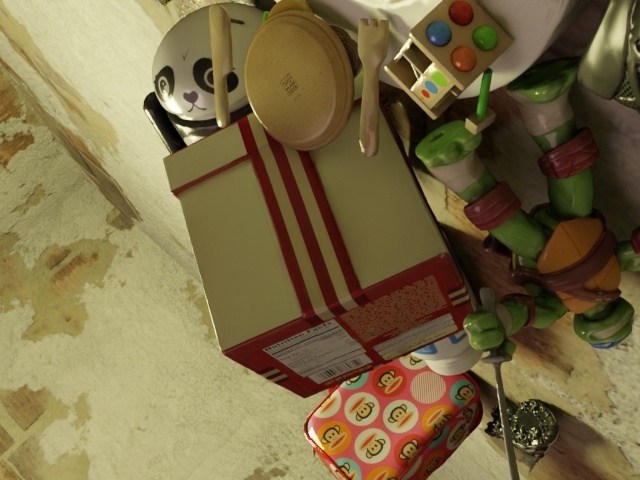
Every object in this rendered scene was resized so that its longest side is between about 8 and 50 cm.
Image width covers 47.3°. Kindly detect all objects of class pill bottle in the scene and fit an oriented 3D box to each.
[{"bbox_3d":[0.147,0.086,1.000,0.124,0.124,0.221,26,155,48],"label":"pill bottle"}]

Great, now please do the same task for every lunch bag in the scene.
[{"bbox_3d":[0.118,0.309,1.322,0.258,0.293,0.120,38,162,37],"label":"lunch bag"}]

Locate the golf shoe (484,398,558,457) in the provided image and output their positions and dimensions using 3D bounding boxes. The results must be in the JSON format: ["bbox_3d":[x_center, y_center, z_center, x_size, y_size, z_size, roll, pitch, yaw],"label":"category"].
[{"bbox_3d":[0.345,0.305,1.174,0.094,0.077,0.198,31,169,-4],"label":"golf shoe"}]

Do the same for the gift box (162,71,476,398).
[{"bbox_3d":[0.000,0.000,0.782,0.276,0.255,0.258,59,-171,-63],"label":"gift box"}]

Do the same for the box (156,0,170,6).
[{"bbox_3d":[-0.241,-0.378,0.934,0.169,0.059,0.054,41,165,13],"label":"box"}]

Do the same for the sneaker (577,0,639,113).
[{"bbox_3d":[0.221,-0.125,0.376,0.130,0.087,0.227,37,165,19],"label":"sneaker"}]

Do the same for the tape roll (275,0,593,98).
[{"bbox_3d":[0.027,-0.273,0.510,0.392,0.072,0.392,40,163,15],"label":"tape roll"}]

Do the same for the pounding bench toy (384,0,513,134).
[{"bbox_3d":[0.098,-0.116,0.497,0.083,0.052,0.065,45,164,-1],"label":"pounding bench toy"}]

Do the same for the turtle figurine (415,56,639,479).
[{"bbox_3d":[0.204,0.013,0.567,0.198,0.274,0.266,-22,112,35],"label":"turtle figurine"}]

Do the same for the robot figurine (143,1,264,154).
[{"bbox_3d":[-0.088,-0.152,0.900,0.173,0.209,0.278,47,171,47],"label":"robot figurine"}]

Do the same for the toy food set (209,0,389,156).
[{"bbox_3d":[-0.016,-0.146,0.652,0.192,0.038,0.132,18,118,33],"label":"toy food set"}]
